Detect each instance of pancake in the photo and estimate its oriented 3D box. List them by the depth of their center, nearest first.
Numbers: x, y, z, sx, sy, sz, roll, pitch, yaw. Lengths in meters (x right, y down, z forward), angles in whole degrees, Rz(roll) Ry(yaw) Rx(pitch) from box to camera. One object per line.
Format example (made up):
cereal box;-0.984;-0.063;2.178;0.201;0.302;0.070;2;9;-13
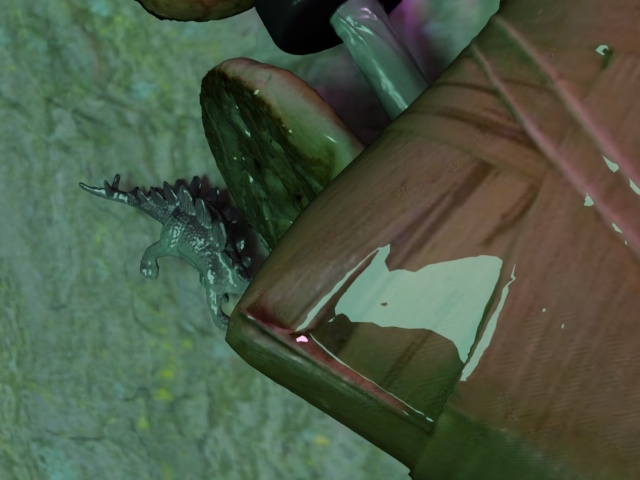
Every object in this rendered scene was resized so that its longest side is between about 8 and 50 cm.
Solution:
pancake;0.000;0.000;0.733;0.253;0.037;0.253;54;161;28

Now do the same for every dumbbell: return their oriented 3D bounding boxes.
dumbbell;0.047;-0.085;0.704;0.100;0.100;0.191;-40;73;39

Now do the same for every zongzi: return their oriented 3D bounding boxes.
zongzi;0.239;0.025;0.502;0.447;0.181;0.418;35;102;0

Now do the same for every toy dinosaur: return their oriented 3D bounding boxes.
toy dinosaur;-0.099;-0.007;0.890;0.209;0.039;0.082;29;118;33

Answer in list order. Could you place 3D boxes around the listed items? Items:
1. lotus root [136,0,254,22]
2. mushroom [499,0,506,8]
lotus root;-0.047;-0.223;0.738;0.214;0.138;0.138;-49;67;21
mushroom;0.141;-0.126;0.623;0.170;0.080;0.135;35;113;20
